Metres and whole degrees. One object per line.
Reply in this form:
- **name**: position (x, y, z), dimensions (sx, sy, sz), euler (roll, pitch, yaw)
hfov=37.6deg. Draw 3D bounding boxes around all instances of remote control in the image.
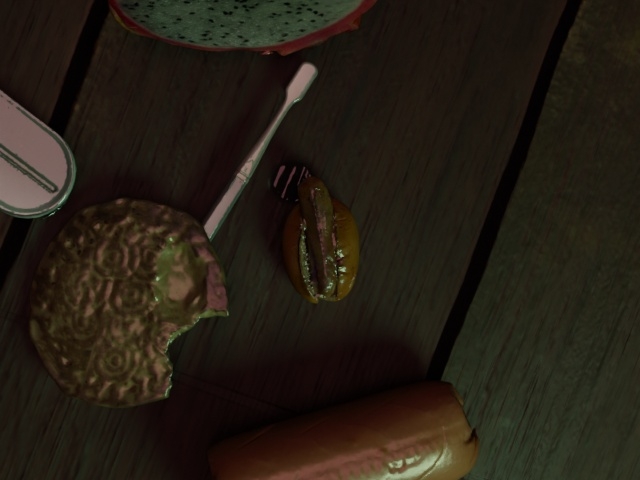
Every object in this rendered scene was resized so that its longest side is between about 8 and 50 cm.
- **remote control**: position (-0.369, -0.119, 0.991), dimensions (0.247, 0.052, 0.104), euler (39, 86, -8)

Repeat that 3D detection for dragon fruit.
- **dragon fruit**: position (-0.076, -0.334, 0.915), dimensions (0.305, 0.305, 0.226), euler (-2, 77, -8)

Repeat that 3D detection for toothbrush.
- **toothbrush**: position (-0.101, -0.052, 1.045), dimensions (0.025, 0.030, 0.342), euler (32, 88, -8)

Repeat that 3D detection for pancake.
- **pancake**: position (-0.211, 0.065, 1.016), dimensions (0.212, 0.029, 0.235), euler (43, 90, 6)

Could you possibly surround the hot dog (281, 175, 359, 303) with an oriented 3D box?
- **hot dog**: position (0.002, 0.000, 1.049), dimensions (0.089, 0.060, 0.140), euler (2, 89, -13)

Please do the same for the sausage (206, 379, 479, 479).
- **sausage**: position (0.027, 0.241, 1.035), dimensions (0.304, 0.121, 0.121), euler (-15, 95, -10)
